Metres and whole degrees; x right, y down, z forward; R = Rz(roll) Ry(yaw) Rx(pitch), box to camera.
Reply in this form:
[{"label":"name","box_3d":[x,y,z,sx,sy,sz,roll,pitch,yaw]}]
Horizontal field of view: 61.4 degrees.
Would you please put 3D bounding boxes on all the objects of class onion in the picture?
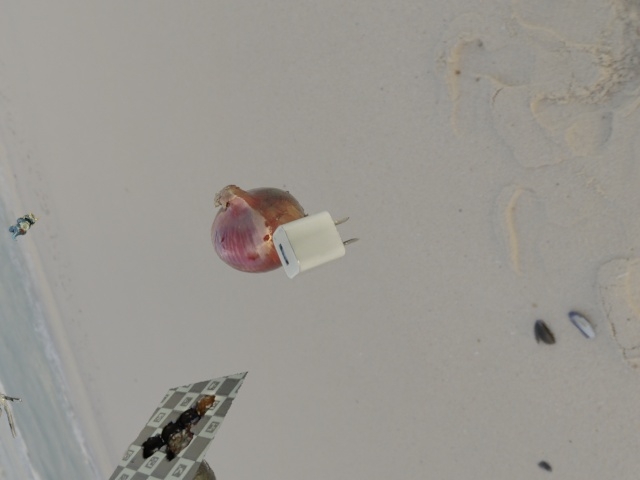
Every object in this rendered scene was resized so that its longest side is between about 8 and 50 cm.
[{"label":"onion","box_3d":[-0.215,-0.041,1.903,0.354,0.354,0.353,27,128,41]}]

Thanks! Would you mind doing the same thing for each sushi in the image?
[{"label":"sushi","box_3d":[-0.355,0.516,1.419,0.320,0.339,0.068,-19,115,28]}]

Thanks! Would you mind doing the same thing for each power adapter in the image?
[{"label":"power adapter","box_3d":[0.000,0.000,1.385,0.129,0.205,0.125,67,158,10]}]

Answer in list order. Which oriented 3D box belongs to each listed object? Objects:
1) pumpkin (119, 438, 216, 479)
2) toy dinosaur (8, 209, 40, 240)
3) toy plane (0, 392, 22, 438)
[{"label":"pumpkin","box_3d":[-0.446,0.702,1.549,0.321,0.192,0.320,14,113,36]},{"label":"toy dinosaur","box_3d":[-0.705,-0.034,1.278,0.047,0.083,0.030,-1,138,40]},{"label":"toy plane","box_3d":[-0.774,0.336,1.217,0.182,0.107,0.273,26,124,18]}]
